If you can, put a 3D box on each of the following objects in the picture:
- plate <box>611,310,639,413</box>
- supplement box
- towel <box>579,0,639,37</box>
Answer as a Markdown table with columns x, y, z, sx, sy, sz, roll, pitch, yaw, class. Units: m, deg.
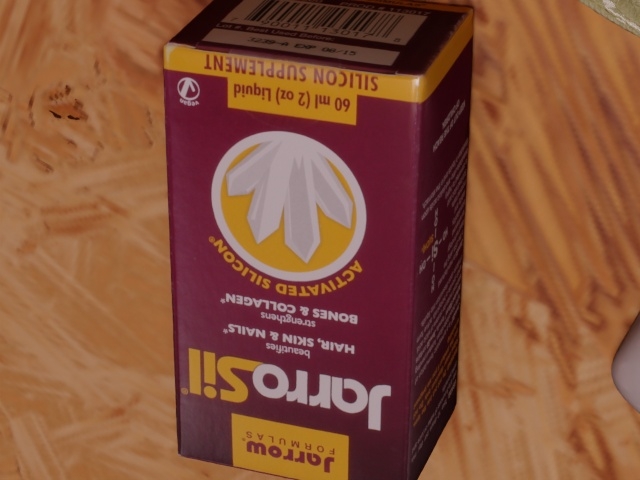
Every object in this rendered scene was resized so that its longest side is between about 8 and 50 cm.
| x | y | z | sx | sy | sz | roll | pitch | yaw | class |
| --- | --- | --- | --- | --- | --- | --- | --- | --- | --- |
| 0.246 | 0.035 | 0.631 | 0.278 | 0.045 | 0.277 | 42 | 125 | 27 | plate |
| 0.000 | 0.000 | 0.749 | 0.104 | 0.081 | 0.188 | 9 | 118 | 16 | supplement box |
| 0.130 | -0.143 | 0.660 | 0.110 | 0.027 | 0.148 | 37 | 123 | 1 | towel |
